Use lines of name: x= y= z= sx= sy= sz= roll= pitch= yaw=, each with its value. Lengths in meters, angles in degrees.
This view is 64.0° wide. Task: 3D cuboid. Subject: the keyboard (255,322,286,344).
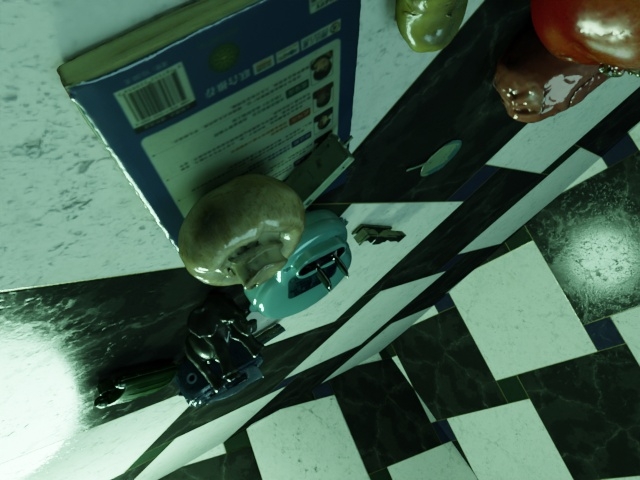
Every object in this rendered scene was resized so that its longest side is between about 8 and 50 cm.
keyboard: x=-0.179 y=0.282 z=1.403 sx=0.176 sy=0.014 sz=0.055 roll=-30 pitch=-163 yaw=-16

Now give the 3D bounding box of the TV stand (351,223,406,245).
TV stand: x=0.151 y=-0.012 z=1.275 sx=0.036 sy=0.042 sz=0.249 roll=-47 pitch=158 yaw=22

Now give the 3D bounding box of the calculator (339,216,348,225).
calculator: x=0.000 y=0.000 z=1.085 sx=0.141 sy=0.019 sz=0.094 roll=-39 pitch=161 yaw=6

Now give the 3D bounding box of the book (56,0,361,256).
book: x=-0.085 y=-0.119 z=0.635 sx=0.300 sy=0.039 sz=0.428 roll=-31 pitch=160 yaw=-13

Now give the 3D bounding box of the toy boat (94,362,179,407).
toy boat: x=-0.384 y=0.307 z=1.102 sx=0.104 sy=0.052 sz=0.210 roll=-46 pitch=160 yaw=20

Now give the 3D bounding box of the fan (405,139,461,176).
fan: x=0.242 y=-0.172 z=1.111 sx=0.175 sy=0.005 sz=0.113 roll=-23 pitch=157 yaw=-36

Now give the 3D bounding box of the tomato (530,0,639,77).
tomato: x=0.430 y=-0.344 z=0.614 sx=0.325 sy=0.293 sz=0.290 roll=-14 pitch=120 yaw=-36

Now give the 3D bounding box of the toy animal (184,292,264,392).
toy animal: x=-0.201 y=0.198 z=1.017 sx=0.245 sy=0.146 sz=0.114 roll=-46 pitch=164 yaw=31

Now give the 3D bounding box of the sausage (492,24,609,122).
sausage: x=0.422 y=-0.315 z=0.866 sx=0.279 sy=0.152 sz=0.152 roll=-37 pitch=161 yaw=4

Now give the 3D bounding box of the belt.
belt: x=-0.240 y=0.322 z=1.257 sx=0.218 sy=0.128 sz=0.122 roll=-23 pitch=156 yaw=-35

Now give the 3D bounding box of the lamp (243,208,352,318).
lamp: x=-0.036 y=0.043 z=0.921 sx=0.209 sy=0.147 sz=0.284 roll=-29 pitch=173 yaw=-23

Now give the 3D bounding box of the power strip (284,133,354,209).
power strip: x=-0.003 y=-0.092 z=0.695 sx=0.136 sy=0.051 sz=0.019 roll=-44 pitch=152 yaw=21

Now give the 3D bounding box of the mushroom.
mushroom: x=-0.092 y=-0.004 z=0.641 sx=0.166 sy=0.127 sz=0.166 roll=-29 pitch=167 yaw=-8

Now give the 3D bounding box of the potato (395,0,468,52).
potato: x=0.129 y=-0.277 z=0.581 sx=0.091 sy=0.070 sz=0.138 roll=-33 pitch=162 yaw=-13
